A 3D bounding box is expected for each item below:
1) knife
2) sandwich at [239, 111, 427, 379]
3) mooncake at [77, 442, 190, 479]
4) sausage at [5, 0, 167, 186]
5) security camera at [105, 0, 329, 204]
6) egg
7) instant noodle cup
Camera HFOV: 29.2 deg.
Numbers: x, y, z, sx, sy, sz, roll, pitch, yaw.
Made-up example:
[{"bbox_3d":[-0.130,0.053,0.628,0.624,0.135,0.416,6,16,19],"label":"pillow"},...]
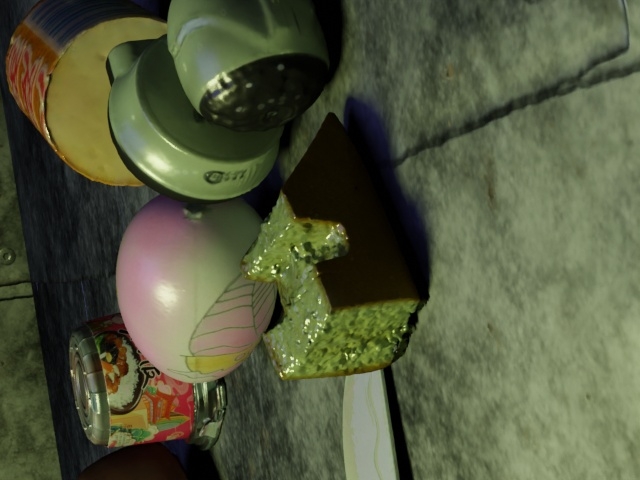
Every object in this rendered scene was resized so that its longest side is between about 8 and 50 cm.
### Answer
[{"bbox_3d":[0.062,0.250,1.202,0.081,0.043,0.335,-19,76,41],"label":"knife"},{"bbox_3d":[0.000,0.000,1.161,0.122,0.128,0.235,-57,46,48],"label":"sandwich"},{"bbox_3d":[-0.244,0.481,1.875,0.333,0.174,0.326,70,167,-13],"label":"mooncake"},{"bbox_3d":[-0.289,-0.216,1.663,0.287,0.233,0.233,-142,47,-59],"label":"sausage"},{"bbox_3d":[-0.095,-0.174,1.271,0.277,0.197,0.191,-47,55,53],"label":"security camera"},{"bbox_3d":[-0.146,0.060,1.457,0.196,0.196,0.271,-127,32,-51],"label":"egg"},{"bbox_3d":[-0.274,0.205,1.850,0.302,0.182,0.258,180,81,-69],"label":"instant noodle cup"}]
